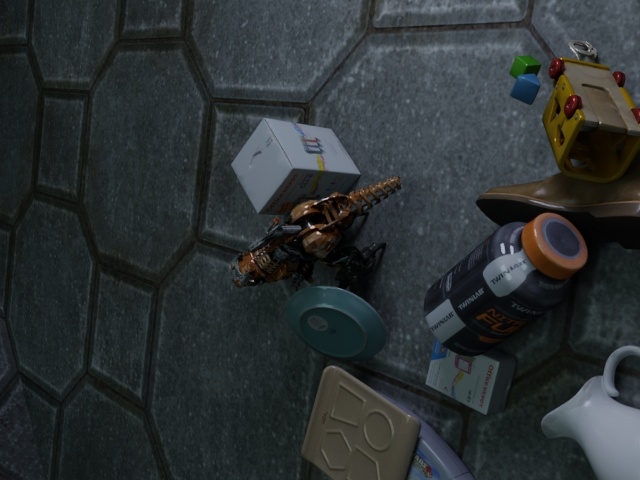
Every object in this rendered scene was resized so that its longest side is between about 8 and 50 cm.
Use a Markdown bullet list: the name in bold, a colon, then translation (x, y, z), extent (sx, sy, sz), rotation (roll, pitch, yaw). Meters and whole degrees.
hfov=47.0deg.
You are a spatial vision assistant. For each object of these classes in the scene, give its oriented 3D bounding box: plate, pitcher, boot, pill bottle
- **plate**: translation (0.024, 0.156, 1.302), extent (0.188, 0.024, 0.188), rotation (13, 134, 14)
- **pitcher**: translation (0.411, 0.248, 0.932), extent (0.178, 0.125, 0.207), rotation (-57, 40, 10)
- **boot**: translation (0.358, -0.060, 1.019), extent (0.305, 0.112, 0.115), rotation (6, 64, 50)
- **pill bottle**: translation (0.260, 0.060, 1.034), extent (0.246, 0.130, 0.130), rotation (-51, 54, 50)

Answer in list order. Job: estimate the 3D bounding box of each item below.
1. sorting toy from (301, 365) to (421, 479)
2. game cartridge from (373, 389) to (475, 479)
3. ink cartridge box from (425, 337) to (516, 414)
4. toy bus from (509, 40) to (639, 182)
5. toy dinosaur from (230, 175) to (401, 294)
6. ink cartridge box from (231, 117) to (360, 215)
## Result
- **sorting toy**: translation (0.068, 0.341, 1.263), extent (0.208, 0.038, 0.193), rotation (25, 107, 39)
- **game cartridge**: translation (0.140, 0.401, 1.247), extent (0.297, 0.062, 0.198), rotation (40, 121, 39)
- **ink cartridge box**: translation (0.234, 0.206, 1.151), extent (0.122, 0.052, 0.088), rotation (20, 104, 43)
- **toy bus**: translation (0.347, -0.164, 0.975), extent (0.191, 0.202, 0.104), rotation (42, 137, 29)
- **toy dinosaur**: translation (0.000, 0.000, 1.258), extent (0.322, 0.218, 0.164), rotation (-12, 73, 29)
- **ink cartridge box**: translation (-0.047, -0.130, 1.357), extent (0.128, 0.176, 0.127), rotation (-50, 56, 33)
